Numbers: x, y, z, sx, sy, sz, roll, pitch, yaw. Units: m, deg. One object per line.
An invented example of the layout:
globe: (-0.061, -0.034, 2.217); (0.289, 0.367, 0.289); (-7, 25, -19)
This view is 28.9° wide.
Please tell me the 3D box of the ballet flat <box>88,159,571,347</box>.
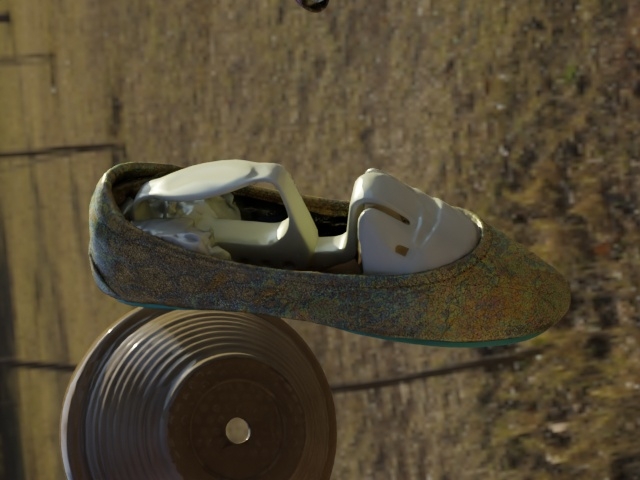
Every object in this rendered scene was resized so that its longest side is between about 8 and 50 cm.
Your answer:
ballet flat: (0.000, 0.000, 0.864); (0.123, 0.348, 0.123); (5, -90, -78)

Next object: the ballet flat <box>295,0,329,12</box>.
ballet flat: (-0.003, -0.293, 1.261); (0.079, 0.077, 0.221); (50, 170, 7)

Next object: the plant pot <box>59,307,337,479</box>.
plant pot: (-0.083, 0.154, 1.007); (0.109, 0.237, 0.238); (158, 106, -64)
